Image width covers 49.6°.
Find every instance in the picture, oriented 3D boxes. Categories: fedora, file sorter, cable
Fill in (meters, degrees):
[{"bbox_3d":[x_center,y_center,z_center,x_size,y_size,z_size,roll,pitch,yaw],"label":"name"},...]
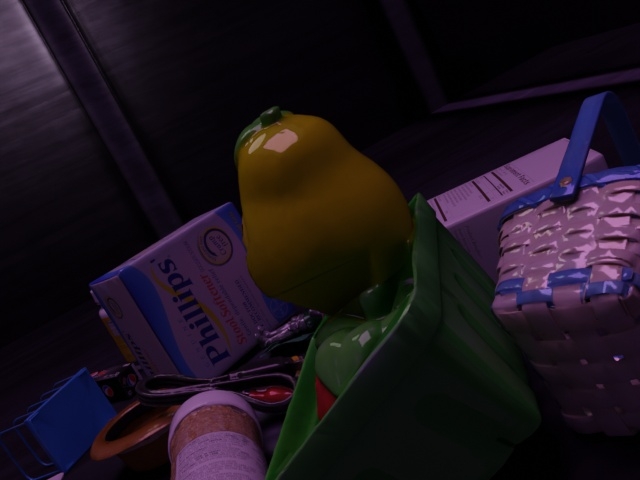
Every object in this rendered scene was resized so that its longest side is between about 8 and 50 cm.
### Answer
[{"bbox_3d":[-0.260,0.300,1.083,0.194,0.079,0.194,-26,13,7],"label":"fedora"},{"bbox_3d":[-0.489,0.343,1.290,0.104,0.118,0.170,-24,13,26],"label":"file sorter"},{"bbox_3d":[-0.130,0.230,1.015,0.287,0.072,0.139,-13,25,1],"label":"cable"}]

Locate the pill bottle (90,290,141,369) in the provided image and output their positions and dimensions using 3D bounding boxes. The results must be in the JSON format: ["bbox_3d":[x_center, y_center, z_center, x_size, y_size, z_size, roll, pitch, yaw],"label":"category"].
[{"bbox_3d":[-0.434,0.182,1.596,0.119,0.209,0.119,-25,13,6],"label":"pill bottle"}]

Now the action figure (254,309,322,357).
[{"bbox_3d":[-0.003,0.139,1.255,0.232,0.064,0.137,-23,10,3],"label":"action figure"}]

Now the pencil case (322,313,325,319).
[{"bbox_3d":[0.110,0.071,1.170,0.124,0.124,0.284,-19,14,32],"label":"pencil case"}]

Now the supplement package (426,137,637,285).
[{"bbox_3d":[0.261,0.005,0.973,0.292,0.178,0.175,-24,13,9],"label":"supplement package"}]

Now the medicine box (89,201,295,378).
[{"bbox_3d":[-0.239,0.113,1.335,0.149,0.264,0.289,-20,14,48],"label":"medicine box"}]

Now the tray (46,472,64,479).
[{"bbox_3d":[-0.466,0.451,1.016,0.145,0.030,0.270,-26,13,-1],"label":"tray"}]

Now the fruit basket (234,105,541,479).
[{"bbox_3d":[0.025,0.058,0.721,0.283,0.392,0.392,-55,4,19],"label":"fruit basket"}]

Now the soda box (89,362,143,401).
[{"bbox_3d":[-0.455,0.309,1.479,0.168,0.060,0.053,-17,18,36],"label":"soda box"}]

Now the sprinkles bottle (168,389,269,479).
[{"bbox_3d":[-0.108,0.281,0.757,0.121,0.121,0.355,-28,13,-6],"label":"sprinkles bottle"}]

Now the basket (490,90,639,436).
[{"bbox_3d":[0.294,0.021,0.683,0.201,0.255,0.289,-13,30,49],"label":"basket"}]
